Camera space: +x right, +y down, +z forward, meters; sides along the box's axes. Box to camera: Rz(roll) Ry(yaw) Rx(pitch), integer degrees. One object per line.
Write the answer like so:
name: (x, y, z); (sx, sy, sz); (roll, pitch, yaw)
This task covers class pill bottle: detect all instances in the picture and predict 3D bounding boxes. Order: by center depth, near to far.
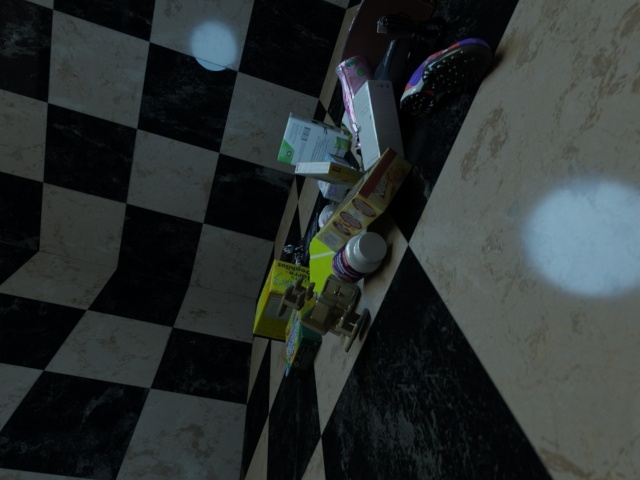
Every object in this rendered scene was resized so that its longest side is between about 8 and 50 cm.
pill bottle: (0.107, 0.046, 1.153); (0.193, 0.108, 0.108); (130, 152, -65)

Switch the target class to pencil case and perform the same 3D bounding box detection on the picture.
pencil case: (0.134, -0.435, 1.337); (0.124, 0.124, 0.284); (172, 85, -77)

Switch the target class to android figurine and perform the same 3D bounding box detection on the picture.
android figurine: (0.030, 0.083, 1.392); (0.248, 0.056, 0.273); (-19, 72, 57)

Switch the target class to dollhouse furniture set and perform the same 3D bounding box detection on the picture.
dollhouse furniture set: (0.010, 0.216, 1.180); (0.161, 0.212, 0.242); (-70, -13, 18)
dollhouse furniture set: (0.110, -0.469, 1.834); (0.058, 0.076, 0.152); (132, 151, -62)

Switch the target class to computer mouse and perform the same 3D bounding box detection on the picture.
computer mouse: (0.226, -0.498, 1.181); (0.272, 0.188, 0.072); (108, 160, -64)

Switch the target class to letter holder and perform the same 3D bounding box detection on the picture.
letter holder: (0.197, -0.681, 1.353); (0.302, 0.214, 0.152); (118, 162, -50)

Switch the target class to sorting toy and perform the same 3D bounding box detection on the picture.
sorting toy: (0.124, -0.230, 1.580); (0.075, 0.044, 0.083); (-116, 41, -83)

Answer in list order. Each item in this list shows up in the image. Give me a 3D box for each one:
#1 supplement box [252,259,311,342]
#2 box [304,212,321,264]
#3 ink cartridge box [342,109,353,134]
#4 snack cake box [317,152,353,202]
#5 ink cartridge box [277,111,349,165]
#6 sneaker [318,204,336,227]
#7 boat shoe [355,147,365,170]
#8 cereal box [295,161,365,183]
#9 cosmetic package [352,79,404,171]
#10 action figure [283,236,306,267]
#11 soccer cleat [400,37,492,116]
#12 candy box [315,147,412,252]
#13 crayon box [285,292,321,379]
supplement box: (-0.179, 0.293, 1.968); (0.195, 0.194, 0.357); (-89, 18, -47)
box: (0.000, 0.000, 1.736); (0.156, 0.093, 0.158); (-88, 18, -44)
ink cartridge box: (0.170, -0.539, 1.682); (0.224, 0.045, 0.223); (-111, 35, -51)
snack cake box: (0.061, -0.274, 1.797); (0.264, 0.089, 0.152); (-108, 35, -69)
ink cartridge box: (-0.032, -0.443, 1.950); (0.122, 0.289, 0.211); (-92, 20, -62)
sneaker: (0.064, -0.061, 1.530); (0.252, 0.102, 0.111); (-103, 30, -49)
boat shoe: (0.156, -0.306, 1.434); (0.190, 0.072, 0.068); (-89, 18, -49)
cereal box: (0.038, -0.236, 1.486); (0.240, 0.172, 0.048); (15, 93, 59)
cosmetic package: (0.165, -0.328, 1.211); (0.117, 0.085, 0.231); (149, 114, -71)
action figure: (-0.122, 0.093, 2.085); (0.276, 0.140, 0.164); (123, 147, -52)
soccer cleat: (0.272, -0.381, 0.931); (0.318, 0.108, 0.117); (168, 120, -79)
candy box: (0.112, -0.102, 1.180); (0.183, 0.087, 0.316); (-56, 6, -28)
crayon box: (-0.075, 0.363, 1.675); (0.323, 0.083, 0.203); (-99, 26, -63)
